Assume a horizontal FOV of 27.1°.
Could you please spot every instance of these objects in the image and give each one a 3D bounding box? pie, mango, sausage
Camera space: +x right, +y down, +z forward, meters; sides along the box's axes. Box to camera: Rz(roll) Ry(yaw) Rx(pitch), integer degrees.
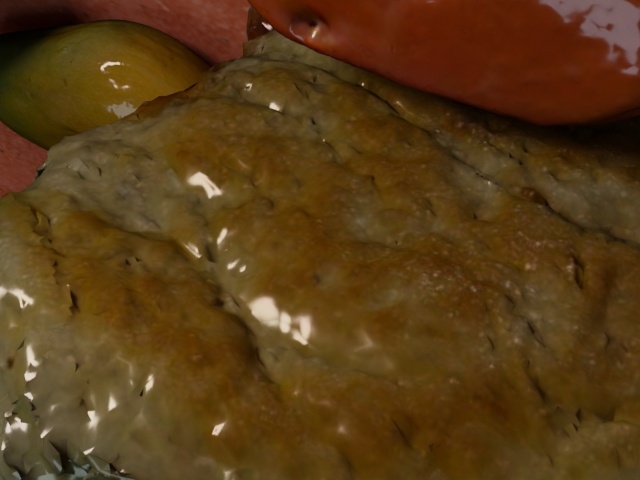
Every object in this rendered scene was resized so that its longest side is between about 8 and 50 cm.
[{"bbox_3d":[0.055,0.027,0.661,0.395,0.418,0.180,18,128,13],"label":"pie"},{"bbox_3d":[-0.164,-0.104,0.996,0.237,0.091,0.137,8,146,44],"label":"mango"},{"bbox_3d":[0.078,-0.145,0.612,0.268,0.141,0.153,20,141,10],"label":"sausage"}]
